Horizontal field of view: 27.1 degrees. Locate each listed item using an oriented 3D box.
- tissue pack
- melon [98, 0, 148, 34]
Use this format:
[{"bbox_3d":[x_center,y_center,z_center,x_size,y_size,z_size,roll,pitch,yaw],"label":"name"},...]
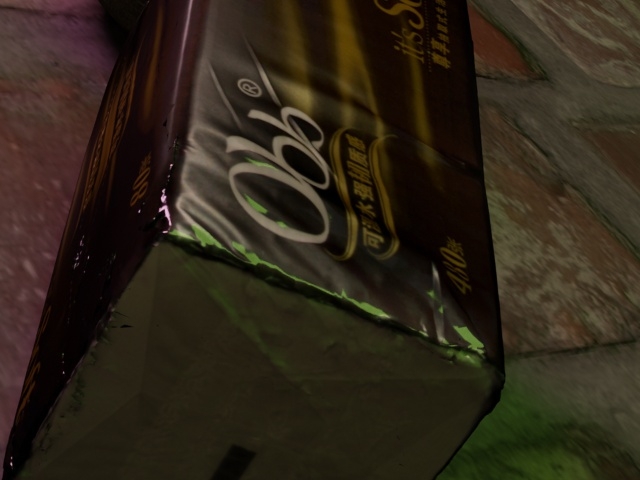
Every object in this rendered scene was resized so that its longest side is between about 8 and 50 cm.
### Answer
[{"bbox_3d":[-0.026,-0.013,0.722,0.198,0.210,0.370,25,35,-18],"label":"tissue pack"},{"bbox_3d":[-0.077,-0.270,1.057,0.249,0.248,0.329,16,26,-22],"label":"melon"}]
